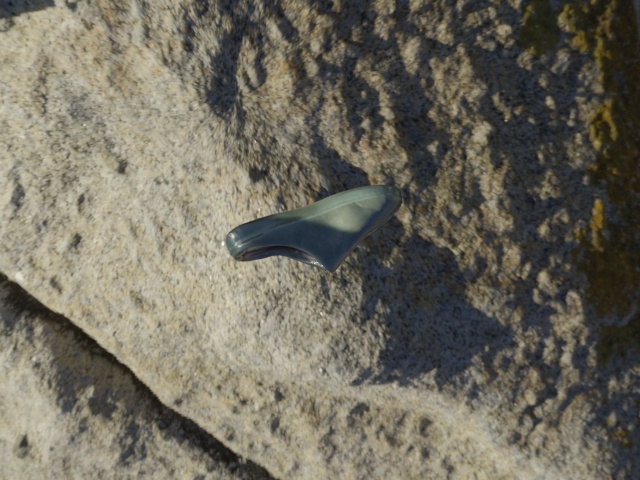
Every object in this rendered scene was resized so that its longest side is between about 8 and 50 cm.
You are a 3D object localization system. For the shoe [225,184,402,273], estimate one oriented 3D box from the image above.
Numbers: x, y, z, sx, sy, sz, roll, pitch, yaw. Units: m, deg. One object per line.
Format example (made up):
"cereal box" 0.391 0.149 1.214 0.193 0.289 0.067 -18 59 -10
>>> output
"shoe" 0.000 0.000 0.593 0.195 0.079 0.078 -13 79 -11
